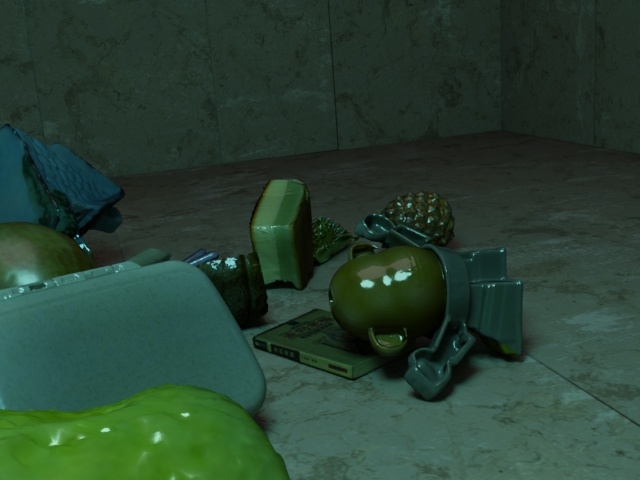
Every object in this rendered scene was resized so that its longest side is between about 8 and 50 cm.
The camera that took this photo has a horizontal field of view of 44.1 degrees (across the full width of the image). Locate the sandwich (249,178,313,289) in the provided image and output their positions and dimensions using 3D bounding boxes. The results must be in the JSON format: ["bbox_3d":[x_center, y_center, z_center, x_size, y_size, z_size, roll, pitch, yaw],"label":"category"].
[{"bbox_3d":[-0.075,-0.007,1.683,0.108,0.186,0.220,-2,32,9],"label":"sandwich"}]

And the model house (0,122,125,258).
[{"bbox_3d":[-0.607,0.000,1.695,0.360,0.297,0.339,-42,-21,12],"label":"model house"}]

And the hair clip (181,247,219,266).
[{"bbox_3d":[-0.322,0.080,1.615,0.278,0.090,0.137,-12,8,-28],"label":"hair clip"}]

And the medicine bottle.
[{"bbox_3d":[-0.257,0.168,0.957,0.375,0.282,0.123,-13,-27,-46],"label":"medicine bottle"}]

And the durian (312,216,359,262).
[{"bbox_3d":[-0.004,-0.009,1.862,0.137,0.095,0.221,5,11,29],"label":"durian"}]

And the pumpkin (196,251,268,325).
[{"bbox_3d":[-0.180,0.100,1.469,0.131,0.126,0.248,-16,-2,-14],"label":"pumpkin"}]

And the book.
[{"bbox_3d":[0.022,0.166,1.308,0.231,0.026,0.161,9,20,43],"label":"book"}]

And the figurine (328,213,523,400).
[{"bbox_3d":[0.152,0.085,1.222,0.285,0.167,0.342,-1,24,-18],"label":"figurine"}]

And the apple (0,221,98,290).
[{"bbox_3d":[-0.480,0.103,1.284,0.257,0.257,0.234,-19,49,-44],"label":"apple"}]

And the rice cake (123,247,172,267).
[{"bbox_3d":[-0.413,0.070,1.752,0.057,0.052,0.256,3,16,17],"label":"rice cake"}]

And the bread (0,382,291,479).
[{"bbox_3d":[-0.181,0.243,0.476,0.308,0.348,0.348,-10,15,-39],"label":"bread"}]

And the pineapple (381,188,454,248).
[{"bbox_3d":[0.197,-0.032,1.772,0.193,0.166,0.166,-8,15,-18],"label":"pineapple"}]
